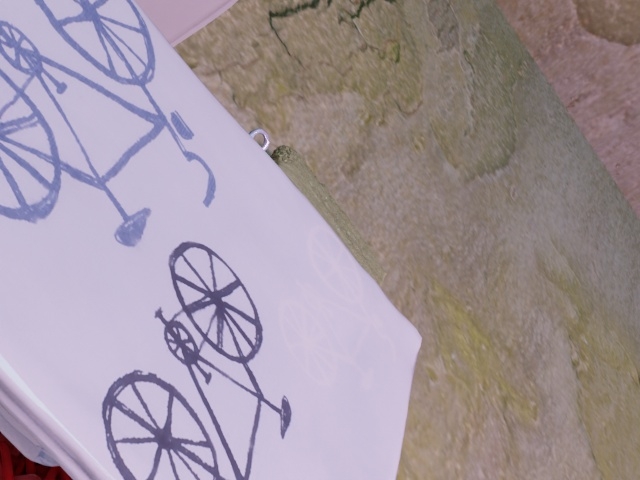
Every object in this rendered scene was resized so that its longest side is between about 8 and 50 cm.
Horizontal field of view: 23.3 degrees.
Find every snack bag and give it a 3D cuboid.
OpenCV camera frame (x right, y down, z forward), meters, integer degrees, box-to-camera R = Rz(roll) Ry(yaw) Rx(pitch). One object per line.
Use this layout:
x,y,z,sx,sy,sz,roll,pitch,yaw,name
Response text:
-0.074,0.009,0.688,0.342,0.037,0.323,49,23,-16,snack bag

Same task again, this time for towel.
0.000,0.000,1.224,0.148,0.027,0.110,53,22,-13,towel

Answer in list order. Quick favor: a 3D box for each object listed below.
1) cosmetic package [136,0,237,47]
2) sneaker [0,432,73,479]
-0.156,-0.217,1.008,0.184,0.151,0.151,46,24,-27,cosmetic package
-0.100,0.105,0.700,0.221,0.128,0.087,45,23,-32,sneaker
